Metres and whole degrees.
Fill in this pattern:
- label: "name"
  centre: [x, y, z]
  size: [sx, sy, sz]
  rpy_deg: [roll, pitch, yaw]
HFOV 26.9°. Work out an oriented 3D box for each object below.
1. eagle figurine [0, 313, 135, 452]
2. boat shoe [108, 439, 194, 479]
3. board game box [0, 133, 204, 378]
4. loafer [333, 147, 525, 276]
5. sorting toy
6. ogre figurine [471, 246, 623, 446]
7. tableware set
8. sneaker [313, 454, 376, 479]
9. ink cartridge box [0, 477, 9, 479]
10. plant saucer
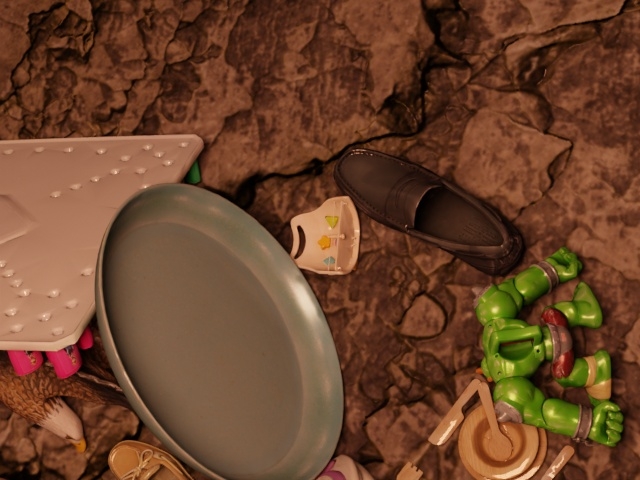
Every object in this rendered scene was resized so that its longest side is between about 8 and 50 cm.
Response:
- label: "eagle figurine"
  centre: [-0.279, 0.129, 1.371]
  size: [0.298, 0.225, 0.226]
  rpy_deg: [-25, 57, 19]
- label: "boat shoe"
  centre: [-0.159, 0.252, 1.363]
  size: [0.153, 0.048, 0.056]
  rpy_deg: [36, 86, 23]
- label: "board game box"
  centre: [-0.354, 0.007, 1.376]
  size: [0.390, 0.050, 0.390]
  rpy_deg: [-1, 31, 16]
- label: "loafer"
  centre: [0.107, -0.038, 1.361]
  size: [0.223, 0.078, 0.076]
  rpy_deg: [30, 83, 23]
- label: "sorting toy"
  centre: [0.000, 0.000, 1.404]
  size: [0.075, 0.045, 0.083]
  rpy_deg: [-1, 74, 25]
- label: "ogre figurine"
  centre: [0.210, 0.100, 1.268]
  size: [0.118, 0.097, 0.197]
  rpy_deg: [-3, 81, -10]
- label: "tableware set"
  centre: [0.139, 0.235, 1.284]
  size: [0.128, 0.039, 0.194]
  rpy_deg: [35, 85, 23]
- label: "sneaker"
  centre: [0.054, 0.316, 1.215]
  size: [0.114, 0.152, 0.305]
  rpy_deg: [-50, 27, 13]
- label: "ink cartridge box"
  centre: [-0.388, 0.379, 1.368]
  size: [0.235, 0.088, 0.193]
  rpy_deg: [-26, 68, 5]
- label: "plant saucer"
  centre: [-0.099, 0.094, 1.272]
  size: [0.044, 0.317, 0.317]
  rpy_deg: [-30, 64, 31]
